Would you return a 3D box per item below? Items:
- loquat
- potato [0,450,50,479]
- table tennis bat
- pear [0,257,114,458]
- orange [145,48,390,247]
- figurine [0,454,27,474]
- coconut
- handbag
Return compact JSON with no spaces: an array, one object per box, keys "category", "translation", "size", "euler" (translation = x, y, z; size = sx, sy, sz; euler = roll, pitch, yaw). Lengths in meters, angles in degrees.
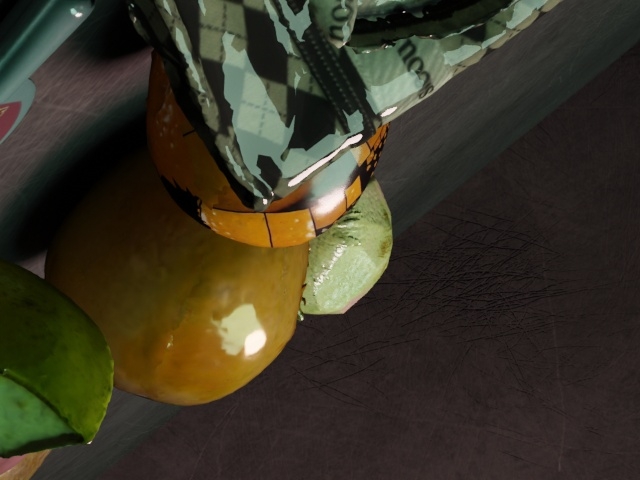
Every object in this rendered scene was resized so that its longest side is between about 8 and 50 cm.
[{"category":"loquat","translation":[-0.134,0.023,1.303],"size":[0.263,0.263,0.263],"euler":[-40,172,-7]},{"category":"potato","translation":[-0.403,0.255,1.719],"size":[0.299,0.116,0.239],"euler":[-38,167,-35]},{"category":"table tennis bat","translation":[-0.233,-0.091,0.901],"size":[0.244,0.040,0.153],"euler":[-40,173,27]},{"category":"pear","translation":[-0.295,0.061,0.998],"size":[0.288,0.139,0.239],"euler":[-14,-156,11]},{"category":"orange","translation":[-0.038,-0.110,1.039],"size":[0.182,0.234,0.234],"euler":[9,141,-31]},{"category":"figurine","translation":[-0.320,0.132,1.237],"size":[0.173,0.173,0.173],"euler":[-40,172,-7]},{"category":"coconut","translation":[0.000,0.000,1.913],"size":[0.205,0.236,0.236],"euler":[-7,-176,20]},{"category":"handbag","translation":[0.055,-0.243,0.785],"size":[0.416,0.180,0.316],"euler":[-37,146,-5]}]
